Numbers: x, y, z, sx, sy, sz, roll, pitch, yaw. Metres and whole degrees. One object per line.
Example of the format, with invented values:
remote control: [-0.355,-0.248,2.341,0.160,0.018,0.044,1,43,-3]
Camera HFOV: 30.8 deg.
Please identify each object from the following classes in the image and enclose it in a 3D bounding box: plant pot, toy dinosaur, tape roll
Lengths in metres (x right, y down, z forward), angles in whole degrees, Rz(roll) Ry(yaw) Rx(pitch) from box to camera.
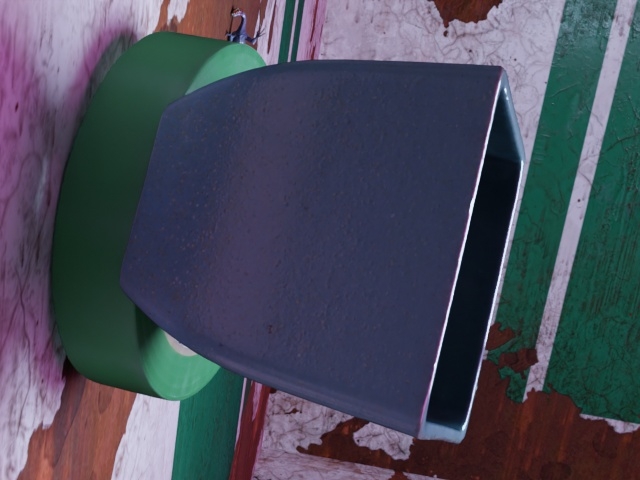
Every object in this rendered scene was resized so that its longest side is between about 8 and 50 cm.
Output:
plant pot: [0.000,0.000,0.874,0.248,0.252,0.247,39,64,-73]
toy dinosaur: [-0.117,-0.271,1.578,0.090,0.047,0.082,-23,-120,53]
tape roll: [-0.125,-0.021,1.033,0.321,0.077,0.321,11,90,-74]
